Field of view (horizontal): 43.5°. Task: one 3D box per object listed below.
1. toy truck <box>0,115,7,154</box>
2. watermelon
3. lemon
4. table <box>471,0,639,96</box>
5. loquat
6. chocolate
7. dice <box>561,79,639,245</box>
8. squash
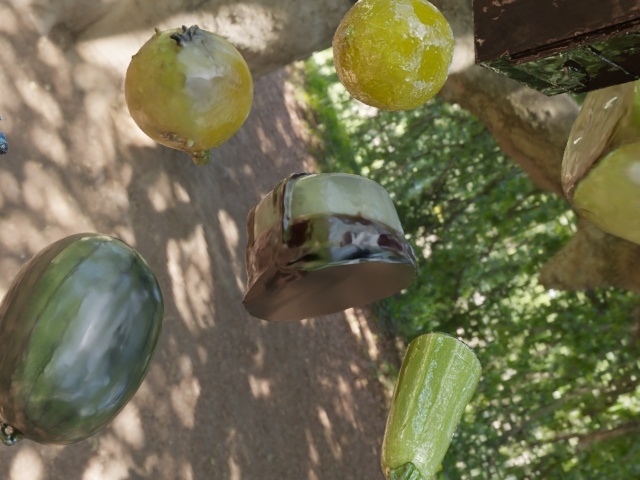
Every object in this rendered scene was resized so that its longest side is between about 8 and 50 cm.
[{"bbox_3d":[-0.609,-0.170,1.428,0.063,0.136,0.074,7,64,-45],"label":"toy truck"},{"bbox_3d":[-0.119,0.048,0.386,0.078,0.078,0.110,56,42,-49],"label":"watermelon"},{"bbox_3d":[0.105,-0.284,1.198,0.203,0.178,0.178,7,56,-43],"label":"lemon"},{"bbox_3d":[0.282,-0.251,0.828,0.169,0.193,0.172,7,80,-47],"label":"table"},{"bbox_3d":[-0.174,-0.194,1.082,0.149,0.172,0.204,29,-48,46],"label":"loquat"},{"bbox_3d":[0.000,0.000,1.242,0.283,0.284,0.186,41,32,-68],"label":"chocolate"},{"bbox_3d":[0.497,-0.137,1.127,0.233,0.238,0.226,115,-2,-65],"label":"dice"},{"bbox_3d":[0.109,0.197,0.854,0.094,0.094,0.224,63,33,-23],"label":"squash"}]
